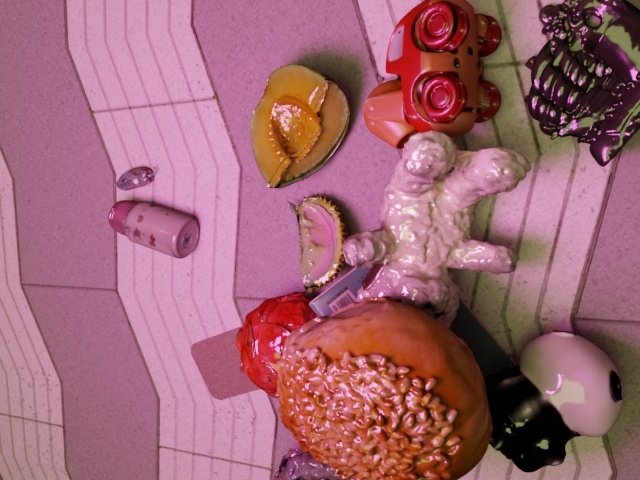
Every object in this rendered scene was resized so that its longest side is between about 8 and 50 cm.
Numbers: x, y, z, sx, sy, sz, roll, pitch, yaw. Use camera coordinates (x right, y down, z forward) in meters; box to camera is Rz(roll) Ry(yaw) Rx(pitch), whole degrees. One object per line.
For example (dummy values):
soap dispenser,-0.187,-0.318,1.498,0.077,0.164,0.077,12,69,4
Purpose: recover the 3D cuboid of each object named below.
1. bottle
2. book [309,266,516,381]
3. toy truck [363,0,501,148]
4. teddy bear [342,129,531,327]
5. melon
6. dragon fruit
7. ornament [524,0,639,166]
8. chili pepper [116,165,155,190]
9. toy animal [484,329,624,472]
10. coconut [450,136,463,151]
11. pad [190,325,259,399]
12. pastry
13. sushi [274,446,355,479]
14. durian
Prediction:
bottle,-0.430,-0.037,1.525,0.233,0.110,0.109,18,113,21
book,0.193,0.200,1.265,0.264,0.031,0.379,-38,88,0
toy truck,0.186,-0.301,1.102,0.239,0.189,0.264,6,101,40
teddy bear,0.200,0.051,1.103,0.328,0.375,0.362,11,74,-8
melon,-0.044,-0.256,1.269,0.169,0.129,0.265,51,126,30
dragon fruit,-0.075,0.236,1.372,0.252,0.241,0.241,-43,84,8
ornament,0.454,-0.290,1.025,0.260,0.106,0.251,40,117,16
chili pepper,-0.481,-0.158,1.552,0.153,0.041,0.050,-9,59,28
toy animal,0.437,0.301,1.152,0.267,0.212,0.212,-39,86,8
coconut,0.235,-0.168,1.174,0.082,0.083,0.081,14,149,33
pad,-0.224,0.324,1.596,0.266,0.002,0.176,-22,95,30
pastry,0.100,0.291,1.075,0.410,0.245,0.409,18,130,22
sushi,0.058,0.652,1.459,0.418,0.176,0.417,8,109,24
durian,0.007,0.000,1.329,0.137,0.095,0.220,-17,75,20
